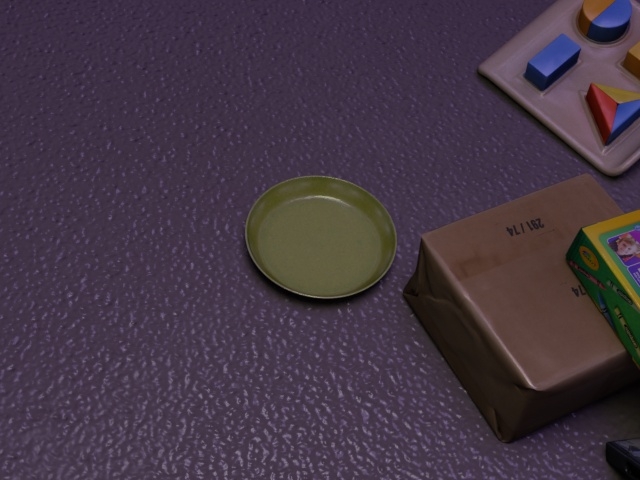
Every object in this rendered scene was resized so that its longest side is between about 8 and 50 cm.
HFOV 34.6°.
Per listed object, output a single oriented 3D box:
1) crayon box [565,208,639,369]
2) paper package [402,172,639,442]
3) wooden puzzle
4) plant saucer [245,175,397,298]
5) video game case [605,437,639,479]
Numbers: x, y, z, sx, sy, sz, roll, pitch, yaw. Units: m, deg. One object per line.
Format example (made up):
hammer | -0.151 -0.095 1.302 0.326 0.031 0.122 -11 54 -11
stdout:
crayon box | 0.482 0.085 1.397 0.165 0.081 0.278 -16 58 -19
paper package | 0.339 0.089 1.529 0.325 0.168 0.309 -22 59 -20
wooden puzzle | 0.513 -0.322 1.861 0.322 0.080 0.348 -40 65 -15
plant saucer | 0.000 0.000 1.631 0.241 0.037 0.241 3 54 -4
video game case | 0.564 0.308 1.376 0.275 0.248 0.035 -4 98 -9
